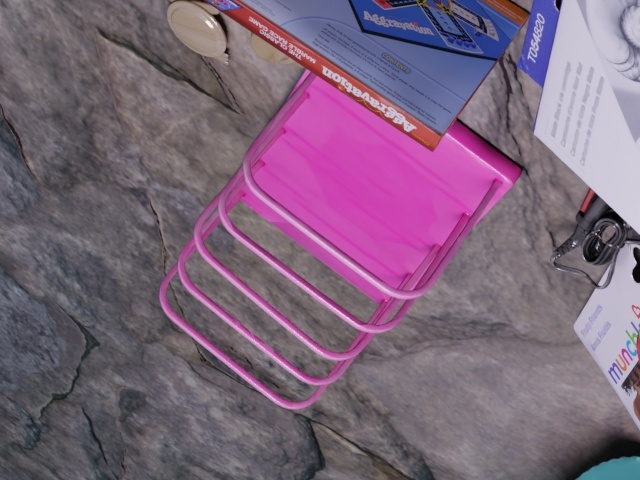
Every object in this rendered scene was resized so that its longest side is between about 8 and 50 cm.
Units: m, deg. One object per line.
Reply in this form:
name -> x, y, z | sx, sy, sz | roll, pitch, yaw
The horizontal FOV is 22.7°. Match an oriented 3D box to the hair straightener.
hair straightener -> 0.228, -0.027, 1.260 | 0.047, 0.089, 0.230 | 6, 148, -12

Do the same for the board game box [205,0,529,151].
board game box -> 0.006, -0.197, 1.205 | 0.281, 0.145, 0.027 | 34, 151, 5

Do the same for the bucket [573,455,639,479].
bucket -> 0.290, 0.354, 1.537 | 0.281, 0.281, 0.183 | 35, 144, 3

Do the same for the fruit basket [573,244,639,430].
fruit basket -> 0.321, 0.144, 1.247 | 0.353, 0.165, 0.327 | 55, 157, 20

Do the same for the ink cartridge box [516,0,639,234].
ink cartridge box -> 0.208, -0.125, 1.102 | 0.224, 0.045, 0.223 | 49, 153, 31

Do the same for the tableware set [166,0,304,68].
tableware set -> -0.085, -0.212, 1.392 | 0.141, 0.020, 0.169 | 21, 146, 28

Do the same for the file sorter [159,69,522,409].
file sorter -> 0.000, 0.000, 1.429 | 0.202, 0.182, 0.291 | 37, 148, 0
